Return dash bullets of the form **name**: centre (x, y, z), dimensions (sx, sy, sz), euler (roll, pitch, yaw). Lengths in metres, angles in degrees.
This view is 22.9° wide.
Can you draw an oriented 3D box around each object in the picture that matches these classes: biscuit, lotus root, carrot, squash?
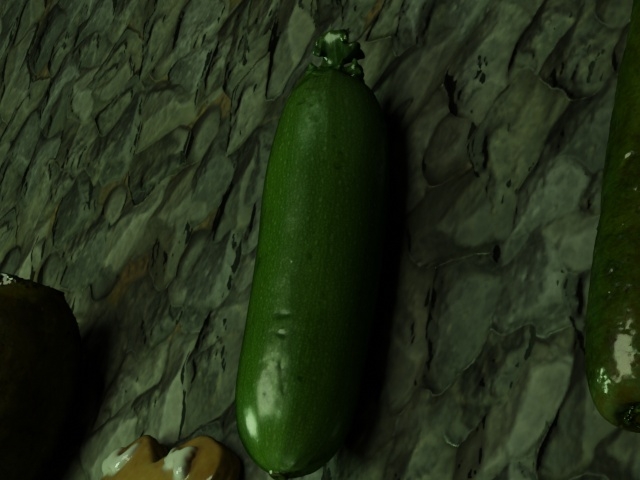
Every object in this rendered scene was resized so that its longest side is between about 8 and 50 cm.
- **biscuit**: centre (-0.177, 0.297, 1.227), dimensions (0.216, 0.047, 0.339), euler (-14, 45, 54)
- **lotus root**: centre (-0.315, 0.163, 1.494), dimensions (0.160, 0.152, 0.275), euler (28, 98, 62)
- **carrot**: centre (0.203, -0.057, 0.941), dimensions (0.074, 0.074, 0.358), euler (-25, 47, 47)
- **squash**: centre (0.000, 0.000, 1.186), dimensions (0.101, 0.101, 0.378), euler (-28, 44, 45)
